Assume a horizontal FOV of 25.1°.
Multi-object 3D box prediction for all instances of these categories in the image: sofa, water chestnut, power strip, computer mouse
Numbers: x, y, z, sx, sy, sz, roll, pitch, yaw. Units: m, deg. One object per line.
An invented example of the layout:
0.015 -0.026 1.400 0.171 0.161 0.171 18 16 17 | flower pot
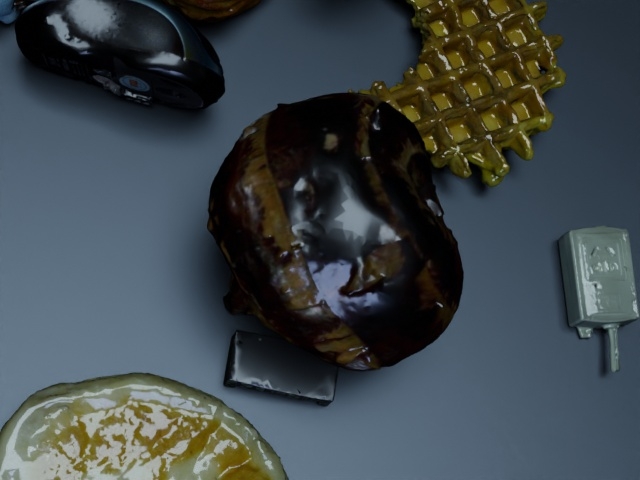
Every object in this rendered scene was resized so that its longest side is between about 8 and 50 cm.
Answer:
-0.040 0.137 1.529 0.118 0.039 0.060 12 71 -8 | sofa
0.000 0.000 1.476 0.300 0.300 0.300 3 73 -11 | water chestnut
0.318 0.064 1.624 0.075 0.042 0.175 -2 75 -14 | power strip
-0.208 -0.213 1.543 0.233 0.137 0.096 18 75 -5 | computer mouse

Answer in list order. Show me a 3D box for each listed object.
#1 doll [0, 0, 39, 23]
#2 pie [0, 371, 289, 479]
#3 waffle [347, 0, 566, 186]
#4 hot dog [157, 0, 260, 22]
-0.329 -0.277 1.580 0.180 0.075 0.120 -5 33 -26 | doll
-0.184 0.290 1.437 0.339 0.077 0.339 3 71 -8 | pie
0.155 -0.202 1.657 0.260 0.069 0.293 17 68 -9 | waffle
-0.111 -0.372 1.620 0.196 0.122 0.272 37 72 -2 | hot dog
